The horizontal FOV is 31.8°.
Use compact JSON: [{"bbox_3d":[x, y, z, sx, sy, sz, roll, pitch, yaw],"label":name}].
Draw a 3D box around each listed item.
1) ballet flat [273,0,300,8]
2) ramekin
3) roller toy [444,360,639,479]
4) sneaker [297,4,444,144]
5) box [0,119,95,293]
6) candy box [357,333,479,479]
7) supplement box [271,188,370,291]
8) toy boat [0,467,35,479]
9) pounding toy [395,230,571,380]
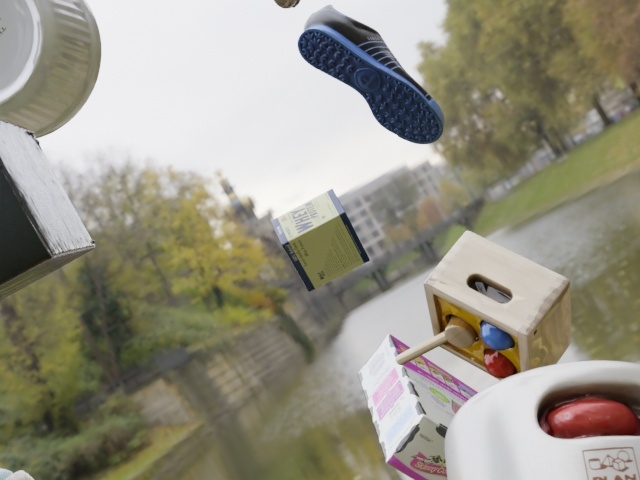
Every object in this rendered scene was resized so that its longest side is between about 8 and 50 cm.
[{"bbox_3d":[-0.038,-0.294,0.926,0.058,0.084,0.250,-11,-34,-12],"label":"ballet flat"},{"bbox_3d":[-0.364,-0.219,1.272,0.207,0.207,0.109,-31,-7,11],"label":"ramekin"},{"bbox_3d":[0.188,0.188,0.805,0.209,0.146,0.191,28,-46,-35],"label":"roller toy"},{"bbox_3d":[0.078,-0.226,1.494,0.081,0.232,0.090,-41,16,41],"label":"sneaker"},{"bbox_3d":[-0.257,-0.003,0.769,0.153,0.108,0.207,-29,4,-1],"label":"box"},{"bbox_3d":[0.138,0.215,1.298,0.071,0.159,0.233,-54,14,10],"label":"candy box"},{"bbox_3d":[0.000,0.000,1.332,0.083,0.083,0.056,-28,37,1],"label":"supplement box"},{"bbox_3d":[-0.358,0.316,1.105,0.267,0.148,0.318,-58,-2,7],"label":"toy boat"},{"bbox_3d":[0.146,0.077,1.045,0.100,0.141,0.130,-49,-32,-22],"label":"pounding toy"}]
